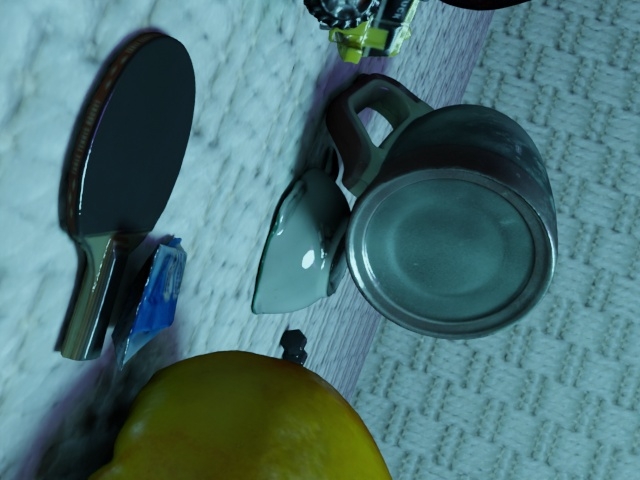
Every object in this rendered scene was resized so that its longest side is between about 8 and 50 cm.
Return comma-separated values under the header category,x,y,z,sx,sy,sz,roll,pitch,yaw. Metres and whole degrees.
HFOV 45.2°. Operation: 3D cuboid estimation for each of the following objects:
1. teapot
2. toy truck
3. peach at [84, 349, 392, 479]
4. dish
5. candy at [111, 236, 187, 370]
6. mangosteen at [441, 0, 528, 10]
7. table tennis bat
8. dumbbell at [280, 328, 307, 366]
category,x,y,z,sx,sy,sz,roll,pitch,yaw
teapot,0.141,-0.081,0.960,0.233,0.315,0.312,-48,-170,33
toy truck,0.049,-0.276,0.570,0.136,0.111,0.285,-97,-164,-51
peach,-0.051,0.257,0.623,0.289,0.308,0.289,-57,-179,1
dish,0.000,0.000,0.976,0.224,0.078,0.246,88,25,-59
candy,-0.121,0.042,0.556,0.136,0.038,0.088,-150,-99,-85
mangosteen,0.170,-0.363,0.693,0.302,0.275,0.275,99,14,-73
table tennis bat,-0.128,-0.025,0.497,0.130,0.019,0.220,-9,117,-76
dumbbell,-0.040,0.167,1.175,0.083,0.036,0.040,90,23,-60
